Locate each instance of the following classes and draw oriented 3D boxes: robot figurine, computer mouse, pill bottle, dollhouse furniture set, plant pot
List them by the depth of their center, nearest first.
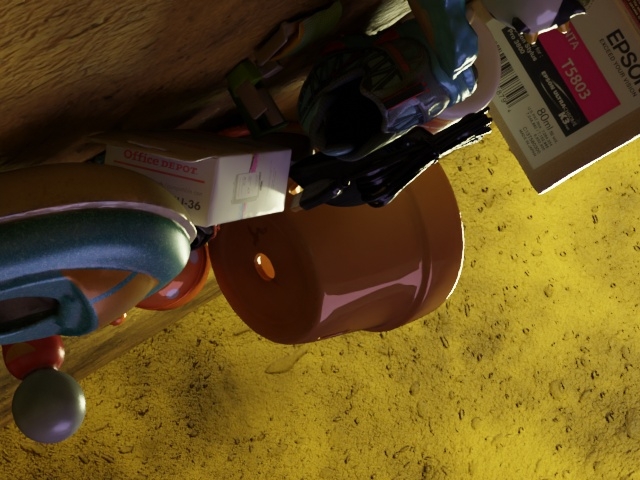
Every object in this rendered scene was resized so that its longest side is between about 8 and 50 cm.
[{"bbox_3d":[-0.030,-0.151,1.216,0.076,0.058,0.152,-27,175,-38],"label":"dollhouse furniture set"},{"bbox_3d":[0.035,-0.053,1.266,0.184,0.060,0.262,-30,-168,-34],"label":"computer mouse"},{"bbox_3d":[0.085,-0.158,1.384,0.121,0.121,0.216,-28,-179,-27],"label":"pill bottle"},{"bbox_3d":[0.000,0.000,1.625,0.203,0.291,0.291,-27,174,-38],"label":"plant pot"},{"bbox_3d":[-0.203,0.025,1.627,0.158,0.128,0.219,-17,175,-1],"label":"robot figurine"}]

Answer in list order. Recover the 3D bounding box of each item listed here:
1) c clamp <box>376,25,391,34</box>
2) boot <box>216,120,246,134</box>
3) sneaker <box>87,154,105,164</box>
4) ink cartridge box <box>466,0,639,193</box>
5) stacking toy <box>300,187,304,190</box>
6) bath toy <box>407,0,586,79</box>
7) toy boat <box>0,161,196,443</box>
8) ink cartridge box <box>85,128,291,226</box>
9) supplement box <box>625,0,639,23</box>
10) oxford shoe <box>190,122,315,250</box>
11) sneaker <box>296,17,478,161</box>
[{"bbox_3d":[0.131,-0.255,1.339,0.137,0.022,0.160,-29,176,-10],"label":"c clamp"},{"bbox_3d":[-0.061,-0.113,1.483,0.084,0.059,0.158,-38,172,27],"label":"boot"},{"bbox_3d":[-0.251,-0.019,1.258,0.166,0.065,0.076,-28,179,-12],"label":"sneaker"},{"bbox_3d":[0.278,-0.202,1.532,0.193,0.234,0.088,-33,176,21],"label":"ink cartridge box"},{"bbox_3d":[0.072,-0.155,1.917,0.221,0.052,0.167,-29,176,-27],"label":"stacking toy"},{"bbox_3d":[0.241,-0.250,1.073,0.348,0.129,0.151,-22,166,-6],"label":"bath toy"},{"bbox_3d":[-0.236,0.058,1.126,0.267,0.148,0.318,-13,156,-18],"label":"toy boat"},{"bbox_3d":[-0.120,-0.059,1.209,0.115,0.067,0.198,13,-170,22],"label":"ink cartridge box"},{"bbox_3d":[0.409,-0.288,1.705,0.194,0.191,0.129,-32,176,7],"label":"supplement box"},{"bbox_3d":[-0.116,-0.040,1.372,0.271,0.098,0.097,-23,149,-16],"label":"oxford shoe"},{"bbox_3d":[0.025,-0.128,1.208,0.125,0.104,0.262,-37,-172,-24],"label":"sneaker"}]
